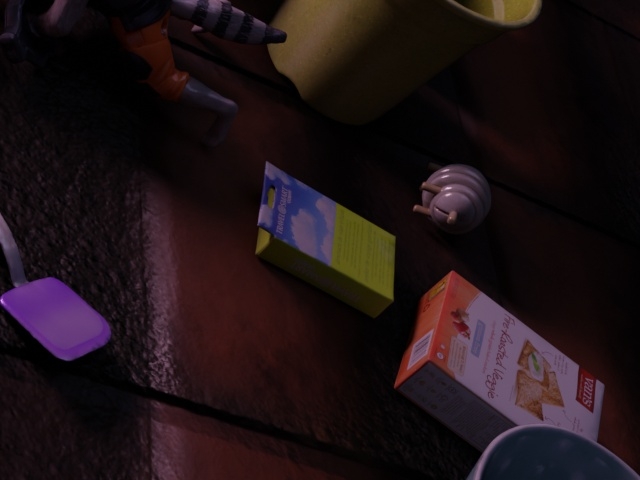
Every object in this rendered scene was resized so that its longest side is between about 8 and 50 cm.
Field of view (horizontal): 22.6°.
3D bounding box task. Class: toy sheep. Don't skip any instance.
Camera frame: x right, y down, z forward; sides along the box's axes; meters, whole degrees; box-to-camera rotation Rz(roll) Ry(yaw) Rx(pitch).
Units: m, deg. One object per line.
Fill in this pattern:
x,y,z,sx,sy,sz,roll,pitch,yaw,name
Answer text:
0.160,-0.049,1.906,0.091,0.091,0.132,38,31,-10,toy sheep

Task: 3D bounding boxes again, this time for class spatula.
-0.296,-0.011,1.459,0.296,0.030,0.084,53,35,10,spatula

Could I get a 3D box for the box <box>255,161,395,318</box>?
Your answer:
0.000,0.000,1.733,0.178,0.042,0.109,29,38,-22,box

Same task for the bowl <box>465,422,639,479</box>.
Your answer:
0.213,0.346,1.513,0.311,0.163,0.311,26,41,-25,bowl

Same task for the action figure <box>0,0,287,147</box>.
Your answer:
-0.197,-0.303,1.697,0.330,0.178,0.341,40,45,-42,action figure

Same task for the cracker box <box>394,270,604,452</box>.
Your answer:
0.201,0.160,1.760,0.232,0.067,0.156,37,37,-13,cracker box

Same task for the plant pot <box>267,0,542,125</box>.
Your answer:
0.077,-0.280,1.900,0.276,0.254,0.276,26,41,-24,plant pot
